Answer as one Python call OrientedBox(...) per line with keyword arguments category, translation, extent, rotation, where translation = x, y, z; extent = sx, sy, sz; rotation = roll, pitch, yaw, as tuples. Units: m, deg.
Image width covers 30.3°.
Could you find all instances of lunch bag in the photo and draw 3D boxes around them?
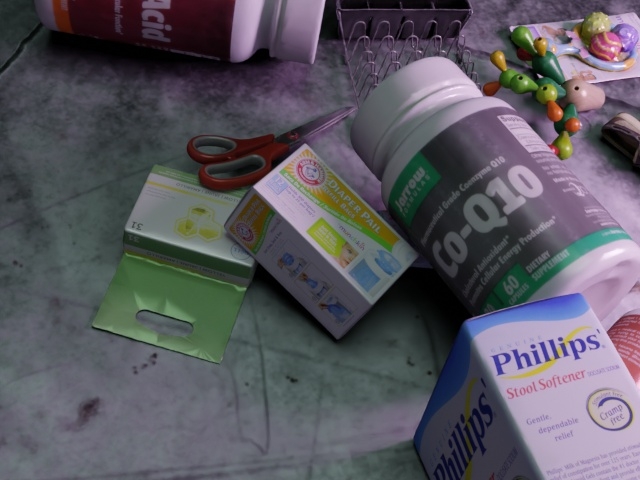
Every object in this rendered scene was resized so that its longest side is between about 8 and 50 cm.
OrientedBox(category="lunch bag", translation=(0.108, 0.004, 1.545), extent=(0.071, 0.053, 0.083), rotation=(1, 43, -11))

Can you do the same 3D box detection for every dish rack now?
OrientedBox(category="dish rack", translation=(0.138, -0.245, 1.726), extent=(0.208, 0.074, 0.271), rotation=(-3, 54, -11))

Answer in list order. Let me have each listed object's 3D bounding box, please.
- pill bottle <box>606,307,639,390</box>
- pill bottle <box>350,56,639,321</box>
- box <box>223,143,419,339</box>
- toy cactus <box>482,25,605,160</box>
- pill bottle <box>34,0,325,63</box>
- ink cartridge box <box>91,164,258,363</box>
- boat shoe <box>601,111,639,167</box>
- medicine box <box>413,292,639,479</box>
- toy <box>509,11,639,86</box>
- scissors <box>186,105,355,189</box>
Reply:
OrientedBox(category="pill bottle", translation=(0.384, 0.159, 1.430), extent=(0.121, 0.121, 0.216), rotation=(38, 57, 19))
OrientedBox(category="pill bottle", translation=(0.204, -0.044, 1.446), extent=(0.204, 0.204, 0.361), rotation=(-24, 60, -25))
OrientedBox(category="box", translation=(0.000, 0.000, 1.459), extent=(0.203, 0.103, 0.114), rotation=(44, 51, 2))
OrientedBox(category="toy cactus", translation=(0.338, -0.206, 1.722), extent=(0.181, 0.112, 0.219), rotation=(2, 54, -37))
OrientedBox(category="pill bottle", translation=(-0.186, -0.375, 1.675), extent=(0.392, 0.224, 0.224), rotation=(10, 52, -2))
OrientedBox(category="ink cartridge box", translation=(-0.168, 0.024, 1.484), extent=(0.171, 0.056, 0.235), rotation=(16, 50, 2))
OrientedBox(category="boat shoe", translation=(0.469, -0.125, 1.707), extent=(0.049, 0.056, 0.152), rotation=(-31, 54, -23))
OrientedBox(category="medicine box", translation=(0.239, 0.252, 1.244), extent=(0.149, 0.263, 0.289), rotation=(-13, 56, -19))
OrientedBox(category="toy", translation=(0.428, -0.310, 1.835), extent=(0.237, 0.056, 0.137), rotation=(-12, 57, -18))
OrientedBox(category="scissors", translation=(-0.046, -0.128, 1.611), extent=(0.297, 0.021, 0.109), rotation=(-15, 44, -32))
